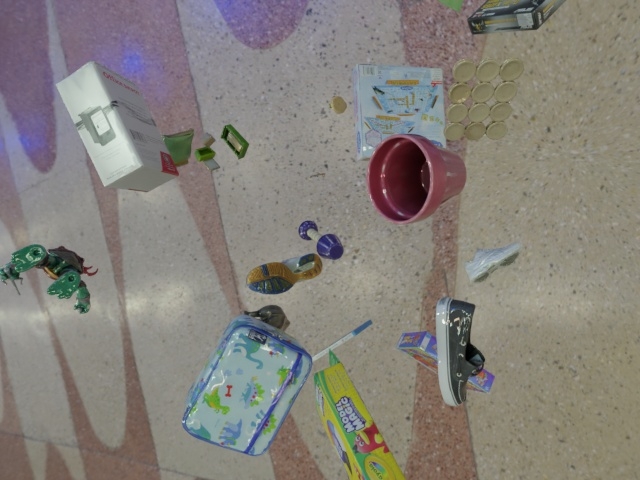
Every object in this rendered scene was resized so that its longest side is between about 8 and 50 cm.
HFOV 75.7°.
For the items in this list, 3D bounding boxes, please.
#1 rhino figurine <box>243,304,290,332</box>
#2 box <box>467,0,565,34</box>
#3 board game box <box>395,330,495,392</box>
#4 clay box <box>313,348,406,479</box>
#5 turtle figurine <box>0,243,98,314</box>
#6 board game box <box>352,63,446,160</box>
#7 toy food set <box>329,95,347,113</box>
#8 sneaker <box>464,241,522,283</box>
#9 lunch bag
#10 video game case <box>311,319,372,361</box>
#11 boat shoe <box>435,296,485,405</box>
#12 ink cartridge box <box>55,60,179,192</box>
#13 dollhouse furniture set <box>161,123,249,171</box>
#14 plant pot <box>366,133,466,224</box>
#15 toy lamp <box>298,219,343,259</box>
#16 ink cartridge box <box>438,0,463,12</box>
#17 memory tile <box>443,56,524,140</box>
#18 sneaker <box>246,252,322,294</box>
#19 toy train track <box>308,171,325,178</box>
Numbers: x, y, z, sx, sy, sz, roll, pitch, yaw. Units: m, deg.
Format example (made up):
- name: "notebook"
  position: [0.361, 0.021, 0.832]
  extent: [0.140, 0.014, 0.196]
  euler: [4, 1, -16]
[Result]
- name: "rhino figurine"
  position: [-0.135, 0.228, 1.112]
  extent: [0.106, 0.243, 0.073]
  euler: [-12, 69, -3]
- name: "box"
  position: [0.586, -0.694, 1.216]
  extent: [0.183, 0.056, 0.231]
  euler: [-46, 37, -8]
- name: "board game box"
  position: [0.524, 0.516, 1.763]
  extent: [0.346, 0.078, 0.233]
  euler: [33, 161, -2]
- name: "clay box"
  position: [0.045, 0.286, 0.610]
  extent: [0.128, 0.053, 0.222]
  euler: [88, 156, -43]
- name: "turtle figurine"
  position: [-0.535, 0.068, 0.825]
  extent: [0.234, 0.175, 0.118]
  euler: [-18, 50, 60]
- name: "board game box"
  position: [0.275, -0.438, 1.430]
  extent: [0.318, 0.066, 0.319]
  euler: [-2, 88, -13]
- name: "toy food set"
  position: [0.081, -0.622, 1.886]
  extent: [0.082, 0.083, 0.020]
  euler: [42, 160, -19]
- name: "sneaker"
  position: [0.654, 0.061, 1.582]
  extent: [0.232, 0.090, 0.115]
  euler: [-34, 50, 15]
- name: "lunch bag"
  position: [-0.126, 0.259, 0.739]
  extent: [0.176, 0.090, 0.219]
  euler: [32, 88, -16]
- name: "video game case"
  position: [0.059, 0.278, 1.141]
  extent: [0.166, 0.119, 0.015]
  euler: [-39, 76, 26]
- name: "boat shoe"
  position: [0.260, 0.209, 0.752]
  extent: [0.075, 0.080, 0.229]
  euler: [1, 109, 31]
- name: "ink cartridge box"
  position: [-0.276, -0.151, 0.574]
  extent: [0.063, 0.109, 0.151]
  euler: [-26, 90, 7]
- name: "dollhouse furniture set"
  position: [-0.207, -0.157, 0.733]
  extent: [0.059, 0.151, 0.076]
  euler: [49, 138, 11]
- name: "plant pot"
  position: [0.239, -0.149, 0.974]
  extent: [0.201, 0.180, 0.202]
  euler: [18, 113, 49]
- name: "toy lamp"
  position: [0.000, 0.000, 1.272]
  extent: [0.274, 0.080, 0.080]
  euler: [-146, 56, -68]
- name: "ink cartridge box"
  position: [0.198, -0.531, 0.761]
  extent: [0.209, 0.109, 0.062]
  euler: [37, 77, 11]
- name: "memory tile"
  position: [0.271, -0.236, 0.699]
  extent: [0.113, 0.012, 0.148]
  euler: [-1, 137, 6]
- name: "sneaker"
  position: [-0.136, 0.125, 1.454]
  extent: [0.130, 0.296, 0.112]
  euler: [-16, 86, 55]
- name: "toy train track"
  position: [-0.014, -0.257, 1.650]
  extent: [0.048, 0.083, 0.014]
  euler: [33, 129, 40]
